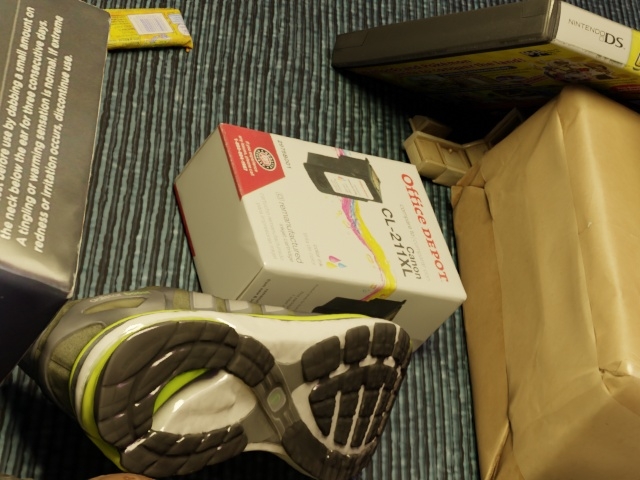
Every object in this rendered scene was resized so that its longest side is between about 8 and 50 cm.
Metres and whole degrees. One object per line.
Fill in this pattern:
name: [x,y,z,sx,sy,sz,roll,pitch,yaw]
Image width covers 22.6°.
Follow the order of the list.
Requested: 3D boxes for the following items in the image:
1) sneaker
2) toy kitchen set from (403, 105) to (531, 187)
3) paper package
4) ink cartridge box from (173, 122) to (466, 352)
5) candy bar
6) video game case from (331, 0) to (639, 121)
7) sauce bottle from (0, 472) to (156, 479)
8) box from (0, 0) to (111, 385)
sneaker: [-0.054,0.073,0.960,0.121,0.111,0.300,25,6,38]
toy kitchen set: [0.118,-0.092,1.307,0.083,0.075,0.068,13,44,-39]
paper package: [0.276,0.087,1.196,0.324,0.168,0.309,24,41,-23]
ink cartridge box: [0.000,0.000,1.111,0.175,0.072,0.127,9,47,-35]
candy bar: [-0.155,-0.152,1.170,0.161,0.018,0.040,-12,65,-48]
video game case: [0.185,-0.130,1.275,0.248,0.275,0.035,14,84,-32]
sauce bottle: [-0.068,0.188,0.836,0.344,0.111,0.111,21,42,-24]
box: [-0.289,-0.006,0.674,0.294,0.296,0.183,23,41,-22]
